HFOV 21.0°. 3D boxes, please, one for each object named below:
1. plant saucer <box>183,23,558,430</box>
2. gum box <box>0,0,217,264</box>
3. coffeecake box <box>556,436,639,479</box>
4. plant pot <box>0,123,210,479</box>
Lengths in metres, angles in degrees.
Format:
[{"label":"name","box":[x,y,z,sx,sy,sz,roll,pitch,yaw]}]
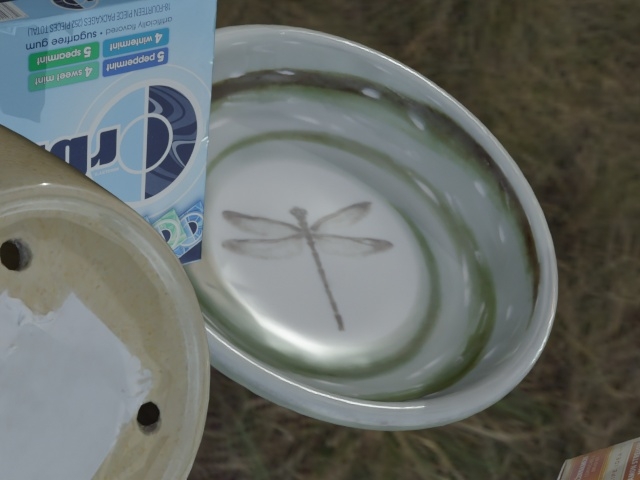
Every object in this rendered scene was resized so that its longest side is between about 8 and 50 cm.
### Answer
[{"label":"plant saucer","box":[0.000,0.000,1.423,0.400,0.100,0.400,14,48,-17]},{"label":"gum box","box":[-0.139,-0.057,1.002,0.157,0.041,0.184,-15,126,-33]},{"label":"coffeecake box","box":[0.222,0.152,0.812,0.142,0.185,0.068,62,26,-13]},{"label":"plant pot","box":[-0.173,0.045,0.627,0.256,0.274,0.256,-2,92,-43]}]
